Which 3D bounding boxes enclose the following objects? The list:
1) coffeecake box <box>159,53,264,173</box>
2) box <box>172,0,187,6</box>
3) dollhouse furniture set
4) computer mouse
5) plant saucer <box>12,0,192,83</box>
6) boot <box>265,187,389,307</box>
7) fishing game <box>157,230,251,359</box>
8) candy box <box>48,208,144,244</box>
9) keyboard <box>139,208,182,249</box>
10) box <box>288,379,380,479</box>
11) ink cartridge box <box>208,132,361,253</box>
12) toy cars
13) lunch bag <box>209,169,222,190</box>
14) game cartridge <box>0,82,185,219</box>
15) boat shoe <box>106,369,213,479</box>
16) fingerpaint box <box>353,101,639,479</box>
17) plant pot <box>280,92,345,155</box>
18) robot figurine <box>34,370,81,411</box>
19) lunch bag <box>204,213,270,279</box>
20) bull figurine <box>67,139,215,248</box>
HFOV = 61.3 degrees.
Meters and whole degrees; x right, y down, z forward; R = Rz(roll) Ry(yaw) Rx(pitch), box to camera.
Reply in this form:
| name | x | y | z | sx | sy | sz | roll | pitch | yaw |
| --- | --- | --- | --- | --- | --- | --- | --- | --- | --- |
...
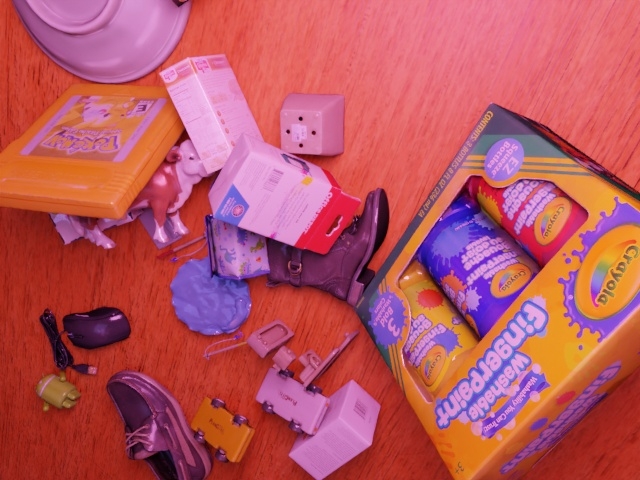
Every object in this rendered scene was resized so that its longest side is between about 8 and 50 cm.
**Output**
| name | x | y | z | sx | sy | sz | roll | pitch | yaw |
| --- | --- | --- | --- | --- | --- | --- | --- | --- | --- |
| coffeecake box | -0.187 | -0.231 | 0.971 | 0.068 | 0.142 | 0.185 | -18 | 104 | 23 |
| box | -0.221 | -0.557 | 0.861 | 0.216 | 0.060 | 0.270 | -32 | 100 | 4 |
| dollhouse furniture set | -0.034 | 0.198 | 1.110 | 0.151 | 0.144 | 0.123 | 43 | 112 | 13 |
| computer mouse | -0.577 | 0.257 | 1.326 | 0.262 | 0.060 | 0.184 | -4 | 109 | 18 |
| plant saucer | -0.429 | -0.485 | 0.969 | 0.400 | 0.100 | 0.401 | 6 | 112 | 15 |
| boot | 0.000 | 0.000 | 1.042 | 0.229 | 0.091 | 0.263 | 19 | 108 | 18 |
| fishing game | -0.238 | 0.119 | 1.184 | 0.189 | 0.041 | 0.264 | -24 | 97 | 16 |
| candy box | -0.487 | -0.111 | 1.114 | 0.164 | 0.070 | 0.196 | -19 | 106 | 7 |
| keyboard | -0.389 | -0.102 | 1.157 | 0.072 | 0.014 | 0.256 | -23 | 102 | 29 |
| box | 0.033 | 0.409 | 1.164 | 0.091 | 0.130 | 0.170 | 42 | 117 | -4 |
| ink cartridge box | -0.060 | -0.074 | 0.942 | 0.231 | 0.078 | 0.134 | 21 | 115 | -32 |
| toy cars | -0.130 | 0.396 | 1.212 | 0.393 | 0.176 | 0.087 | -29 | 138 | 24 |
| lunch bag | -0.166 | -0.108 | 1.042 | 0.067 | 0.098 | 0.065 | -10 | 126 | 18 |
| game cartridge | -0.410 | -0.175 | 0.969 | 0.285 | 0.324 | 0.053 | 6 | 137 | 14 |
| boat shoe | -0.402 | 0.475 | 1.320 | 0.132 | 0.130 | 0.355 | -34 | 98 | 25 |
| fingerpaint box | 0.283 | 0.081 | 0.825 | 0.163 | 0.371 | 0.445 | 10 | 123 | -35 |
| plant pot | -0.020 | -0.200 | 0.960 | 0.109 | 0.096 | 0.109 | 6 | 112 | 14 |
| robot figurine | -0.687 | 0.393 | 1.408 | 0.115 | 0.067 | 0.101 | 28 | 89 | 5 |
| lunch bag | -0.181 | 0.008 | 1.080 | 0.151 | 0.096 | 0.129 | 2 | 98 | 50 |
| bull figurine | -0.346 | -0.090 | 1.035 | 0.310 | 0.101 | 0.188 | -4 | 105 | 1 |
